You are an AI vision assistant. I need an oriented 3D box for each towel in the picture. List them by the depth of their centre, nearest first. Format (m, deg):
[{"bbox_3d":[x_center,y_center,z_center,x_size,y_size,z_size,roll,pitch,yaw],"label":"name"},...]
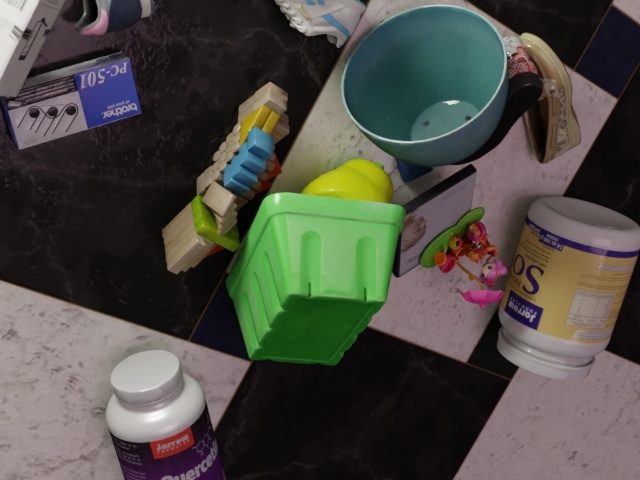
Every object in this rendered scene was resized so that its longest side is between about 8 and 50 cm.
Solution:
[{"bbox_3d":[0.172,-0.172,2.076,0.067,0.029,0.119,-27,123,-14],"label":"towel"}]

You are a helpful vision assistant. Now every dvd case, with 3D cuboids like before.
[{"bbox_3d":[0.216,-0.033,2.092,0.180,0.022,0.253,-32,155,-13],"label":"dvd case"}]

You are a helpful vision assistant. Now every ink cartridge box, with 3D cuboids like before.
[{"bbox_3d":[-0.475,-0.331,1.578,0.148,0.086,0.203,31,99,6],"label":"ink cartridge box"},{"bbox_3d":[-0.398,-0.224,1.733,0.207,0.046,0.097,-20,122,-20],"label":"ink cartridge box"}]

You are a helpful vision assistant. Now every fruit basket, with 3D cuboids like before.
[{"bbox_3d":[0.000,0.000,1.923,0.283,0.392,0.392,6,110,-15],"label":"fruit basket"}]

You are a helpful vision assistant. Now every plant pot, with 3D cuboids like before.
[{"bbox_3d":[0.204,-0.243,1.933,0.290,0.290,0.195,-42,146,-5],"label":"plant pot"}]

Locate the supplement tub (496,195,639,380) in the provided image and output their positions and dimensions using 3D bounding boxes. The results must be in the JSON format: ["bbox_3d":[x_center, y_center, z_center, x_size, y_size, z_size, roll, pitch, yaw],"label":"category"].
[{"bbox_3d":[0.507,0.096,2.253,0.241,0.241,0.331,3,110,-30],"label":"supplement tub"}]

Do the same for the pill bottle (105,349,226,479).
[{"bbox_3d":[-0.284,0.367,1.985,0.181,0.181,0.323,-21,121,-19],"label":"pill bottle"}]

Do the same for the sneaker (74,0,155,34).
[{"bbox_3d":[-0.358,-0.452,1.611,0.131,0.112,0.319,-31,122,-16],"label":"sneaker"}]

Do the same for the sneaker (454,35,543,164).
[{"bbox_3d":[0.310,-0.268,2.070,0.090,0.145,0.270,9,144,-31],"label":"sneaker"}]

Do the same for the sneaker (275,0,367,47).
[{"bbox_3d":[-0.030,-0.400,1.828,0.229,0.087,0.092,19,104,-31],"label":"sneaker"}]

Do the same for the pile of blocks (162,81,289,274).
[{"bbox_3d":[-0.133,-0.088,1.877,0.113,0.149,0.362,28,97,-35],"label":"pile of blocks"}]

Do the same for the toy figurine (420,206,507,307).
[{"bbox_3d":[0.308,0.049,2.137,0.173,0.159,0.130,-49,154,23],"label":"toy figurine"}]

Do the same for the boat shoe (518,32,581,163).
[{"bbox_3d":[0.433,-0.273,2.125,0.089,0.104,0.285,-37,125,-12],"label":"boat shoe"}]
